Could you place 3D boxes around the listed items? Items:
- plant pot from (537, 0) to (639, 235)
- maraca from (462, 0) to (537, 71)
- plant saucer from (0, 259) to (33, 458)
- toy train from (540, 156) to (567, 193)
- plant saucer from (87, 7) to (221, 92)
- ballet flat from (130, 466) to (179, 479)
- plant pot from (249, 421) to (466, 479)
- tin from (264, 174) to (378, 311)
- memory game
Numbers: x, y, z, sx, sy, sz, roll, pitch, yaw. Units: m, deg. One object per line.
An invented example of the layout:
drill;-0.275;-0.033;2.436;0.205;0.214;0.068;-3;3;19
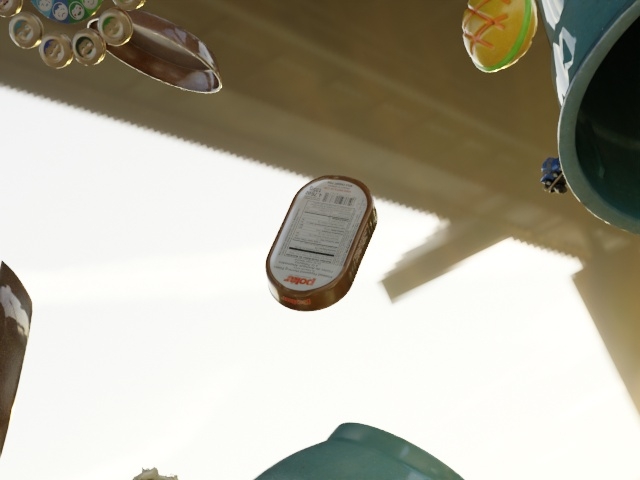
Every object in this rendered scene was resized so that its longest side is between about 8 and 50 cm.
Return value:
plant pot;0.308;-0.234;1.316;0.341;0.334;0.341;-9;-39;-7
maraca;0.257;-0.328;2.333;0.099;0.186;0.127;18;-16;-35
plant saucer;-0.262;0.115;1.316;0.036;0.199;0.198;13;-28;-11
toy train;0.263;-0.095;1.677;0.027;0.036;0.158;-66;4;-35
plant saucer;-0.186;-0.223;1.892;0.168;0.168;0.029;90;-158;-76
ballet flat;-0.089;0.400;2.082;0.147;0.408;0.147;-53;-27;-42
plant pot;0.041;0.299;1.574;0.196;0.293;0.293;-58;-6;-22
tin;0.000;0.000;1.945;0.106;0.190;0.040;7;-37;21
memory game;-0.252;-0.259;1.602;0.186;0.186;0.012;-34;0;29
